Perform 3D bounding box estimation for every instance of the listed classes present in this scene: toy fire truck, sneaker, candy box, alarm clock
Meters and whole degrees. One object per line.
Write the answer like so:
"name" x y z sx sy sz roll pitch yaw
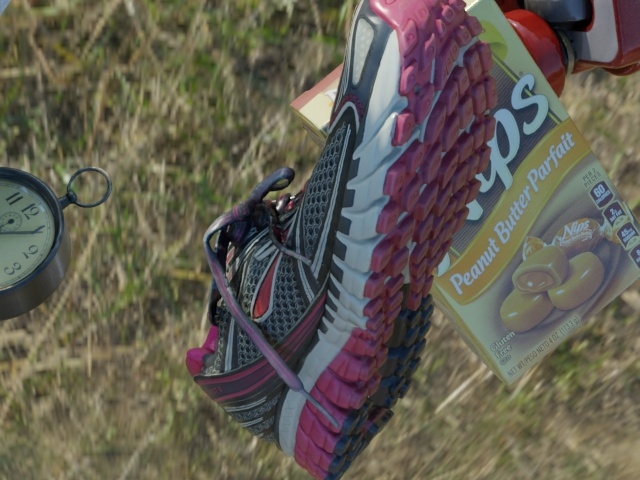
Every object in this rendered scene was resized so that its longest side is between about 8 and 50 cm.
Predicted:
"toy fire truck" 0.200 -0.273 1.833 0.169 0.302 0.254 -22 110 -27
"sneaker" 0.000 0.000 0.913 0.112 0.299 0.121 30 42 14
"candy box" 0.138 -0.049 1.606 0.183 0.087 0.316 -40 118 -4
"alarm clock" -0.259 -0.004 1.566 0.192 0.064 0.129 -32 61 -12

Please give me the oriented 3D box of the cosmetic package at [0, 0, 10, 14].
"cosmetic package" -0.370 -0.179 1.573 0.085 0.231 0.117 47 55 -29
